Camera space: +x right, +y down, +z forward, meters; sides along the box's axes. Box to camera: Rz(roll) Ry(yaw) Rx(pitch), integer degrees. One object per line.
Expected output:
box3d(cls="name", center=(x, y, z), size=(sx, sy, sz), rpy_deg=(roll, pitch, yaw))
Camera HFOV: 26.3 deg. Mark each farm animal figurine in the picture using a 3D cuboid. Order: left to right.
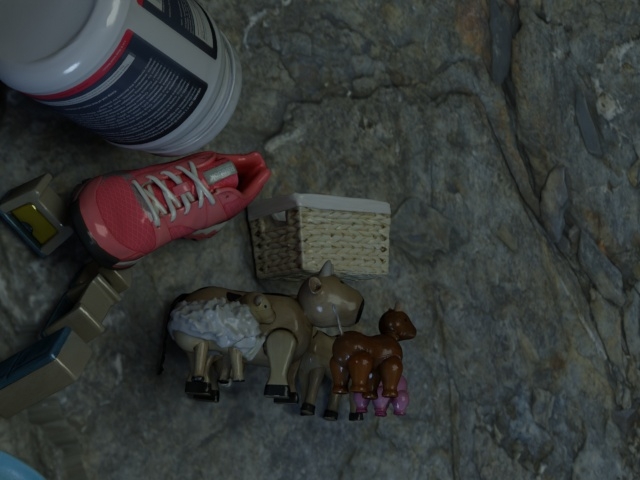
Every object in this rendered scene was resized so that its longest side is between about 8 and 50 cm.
box3d(cls="farm animal figurine", center=(-0.033, 0.115, 1.674), size=(0.327, 0.330, 0.172), rpy_deg=(5, 76, -10))

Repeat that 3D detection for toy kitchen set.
box3d(cls="toy kitchen set", center=(-0.328, 0.057, 1.523), size=(0.166, 0.122, 0.207), rpy_deg=(49, 32, -20))

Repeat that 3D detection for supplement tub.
box3d(cls="supplement tub", center=(-0.224, -0.212, 1.503), size=(0.272, 0.191, 0.191), rpy_deg=(31, 57, -59))

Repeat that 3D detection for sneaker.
box3d(cls="sneaker", center=(-0.170, -0.059, 1.601), size=(0.116, 0.136, 0.314), rpy_deg=(62, 30, 3))

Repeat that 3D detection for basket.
box3d(cls="basket", center=(0.000, 0.000, 1.799), size=(0.167, 0.113, 0.103), rpy_deg=(5, 79, -40))

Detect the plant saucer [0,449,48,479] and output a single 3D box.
box3d(cls="plant saucer", center=(-0.325, 0.331, 1.163), size=(0.317, 0.044, 0.317), rpy_deg=(13, 72, -45))
